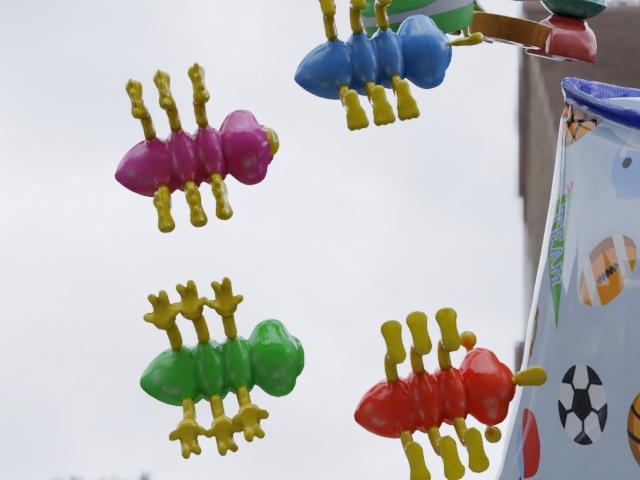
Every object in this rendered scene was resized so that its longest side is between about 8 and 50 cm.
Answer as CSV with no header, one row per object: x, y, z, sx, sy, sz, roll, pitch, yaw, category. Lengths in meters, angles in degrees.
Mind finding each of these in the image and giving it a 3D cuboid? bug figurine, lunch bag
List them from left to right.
0.000,0.000,0.894,0.216,0.279,0.072,-8,-8,-5,bug figurine
0.273,0.098,0.915,0.239,0.327,0.385,2,15,-27,lunch bag

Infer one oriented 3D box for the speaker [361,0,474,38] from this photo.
0.072,-0.353,1.664,0.131,0.296,0.131,-12,12,3,speaker

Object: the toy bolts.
0.255,-0.311,1.984,0.229,0.158,0.218,9,5,-21,toy bolts
